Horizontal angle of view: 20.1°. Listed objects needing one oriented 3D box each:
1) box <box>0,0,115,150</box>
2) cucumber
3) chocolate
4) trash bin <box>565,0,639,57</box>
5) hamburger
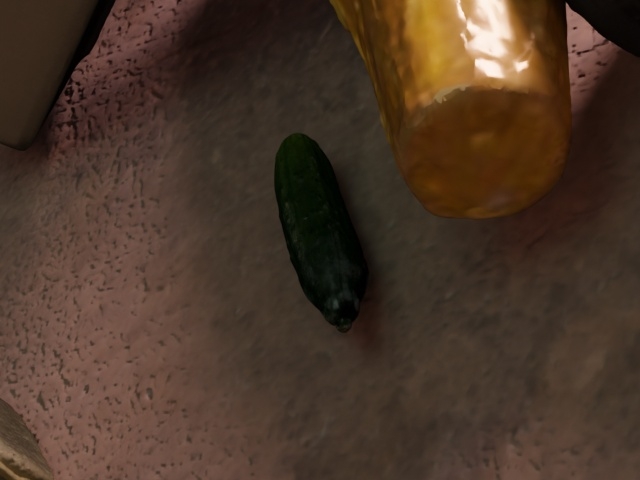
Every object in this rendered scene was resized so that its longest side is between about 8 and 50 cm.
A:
[{"bbox_3d":[-0.129,-0.288,1.122,0.367,0.090,0.373,127,158,-48],"label":"box"},{"bbox_3d":[0.000,0.000,0.891,0.037,0.037,0.155,-35,37,15],"label":"cucumber"},{"bbox_3d":[0.058,-0.187,0.929,0.162,0.162,0.445,-29,44,23],"label":"chocolate"},{"bbox_3d":[0.176,-0.162,0.771,0.161,0.175,0.175,-28,39,38],"label":"trash bin"},{"bbox_3d":[-0.192,0.104,0.945,0.054,0.084,0.121,-47,38,-3],"label":"hamburger"}]
